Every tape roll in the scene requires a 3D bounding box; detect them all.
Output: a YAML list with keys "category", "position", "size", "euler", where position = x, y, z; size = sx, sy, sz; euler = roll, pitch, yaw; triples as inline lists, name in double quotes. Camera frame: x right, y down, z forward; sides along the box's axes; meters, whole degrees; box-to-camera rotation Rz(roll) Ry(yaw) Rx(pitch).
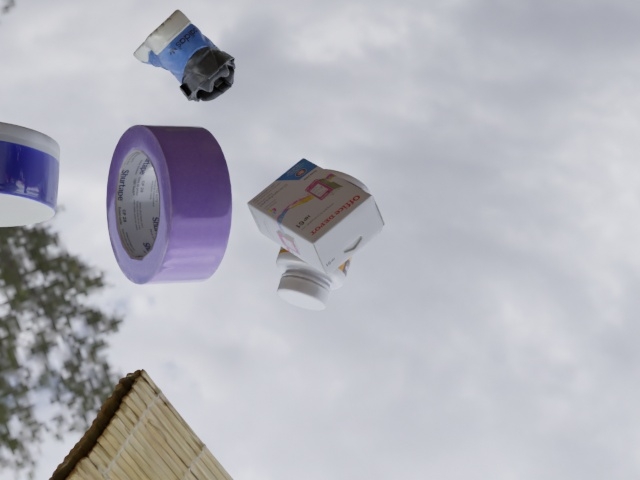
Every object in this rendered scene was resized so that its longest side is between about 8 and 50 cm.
- category: "tape roll"
  position: [-0.182, -0.043, 1.520]
  size: [0.080, 0.189, 0.189]
  euler: [-3, -162, -32]

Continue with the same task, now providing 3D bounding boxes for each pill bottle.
- category: "pill bottle"
  position: [0.000, 0.000, 2.086]
  size: [0.117, 0.117, 0.215]
  euler: [5, -113, 34]

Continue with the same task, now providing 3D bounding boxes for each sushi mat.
- category: "sushi mat"
  position: [-0.098, 0.253, 0.963]
  size: [0.019, 0.316, 0.151]
  euler: [7, -130, 43]

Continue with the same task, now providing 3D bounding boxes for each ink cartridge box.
- category: "ink cartridge box"
  position: [-0.005, -0.028, 1.383]
  size: [0.088, 0.052, 0.122]
  euler: [-40, -136, -19]

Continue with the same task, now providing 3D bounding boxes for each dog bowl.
- category: "dog bowl"
  position: [-0.518, -0.096, 1.881]
  size: [0.264, 0.104, 0.265]
  euler: [0, 169, 0]

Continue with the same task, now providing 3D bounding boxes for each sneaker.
- category: "sneaker"
  position: [-0.123, -0.164, 1.190]
  size: [0.058, 0.084, 0.152]
  euler: [-45, -169, -9]
